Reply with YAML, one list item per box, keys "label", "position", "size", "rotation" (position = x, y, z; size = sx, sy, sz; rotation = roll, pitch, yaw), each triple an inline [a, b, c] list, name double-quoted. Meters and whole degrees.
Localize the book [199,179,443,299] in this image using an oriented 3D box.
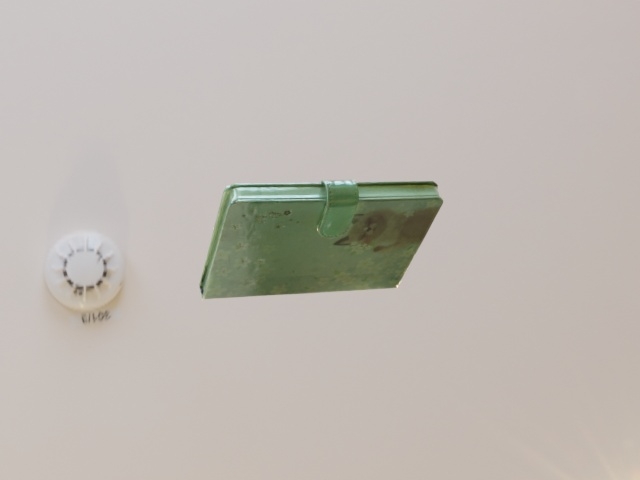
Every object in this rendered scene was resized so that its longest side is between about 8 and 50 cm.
- label: "book"
  position: [0.000, 0.000, 0.600]
  size: [0.135, 0.103, 0.017]
  rotation: [-2, -127, -20]
